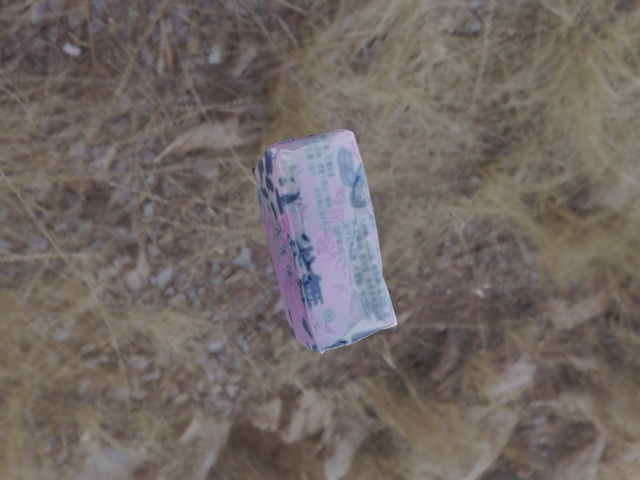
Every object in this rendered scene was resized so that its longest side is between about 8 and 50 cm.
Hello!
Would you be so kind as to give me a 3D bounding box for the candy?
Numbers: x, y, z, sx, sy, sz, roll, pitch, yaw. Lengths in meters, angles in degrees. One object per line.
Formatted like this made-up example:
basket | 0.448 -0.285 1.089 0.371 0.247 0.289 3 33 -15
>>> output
candy | 0.000 0.000 0.842 0.073 0.092 0.160 -13 92 -12
